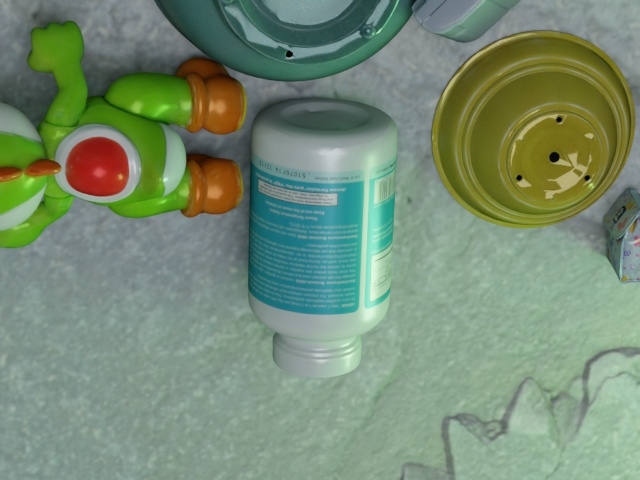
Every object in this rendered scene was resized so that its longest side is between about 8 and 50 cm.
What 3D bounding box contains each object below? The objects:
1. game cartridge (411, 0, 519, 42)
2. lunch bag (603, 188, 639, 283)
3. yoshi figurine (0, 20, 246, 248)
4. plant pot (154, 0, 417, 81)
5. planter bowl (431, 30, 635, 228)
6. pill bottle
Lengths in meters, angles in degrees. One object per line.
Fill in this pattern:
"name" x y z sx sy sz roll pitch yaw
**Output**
"game cartridge" 0.216 -0.300 1.828 0.294 0.196 0.060 -44 88 11
"lunch bag" 0.327 -0.006 2.031 0.053 0.071 0.083 0 114 -5
"yoshi figurine" -0.265 -0.088 1.850 0.362 0.203 0.203 -8 155 -31
"plant pot" -0.022 -0.271 1.800 0.293 0.196 0.293 -3 113 -8
"planter bowl" 0.228 -0.097 1.968 0.217 0.090 0.217 -3 113 -8
"pill bottle" 0.000 0.000 1.940 0.146 0.146 0.264 -1 111 -9
